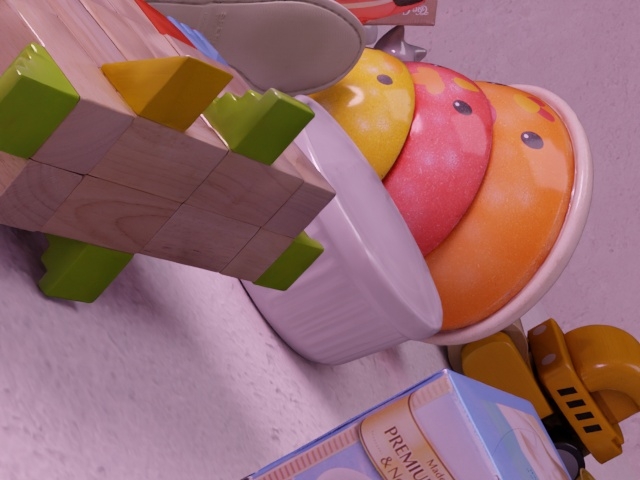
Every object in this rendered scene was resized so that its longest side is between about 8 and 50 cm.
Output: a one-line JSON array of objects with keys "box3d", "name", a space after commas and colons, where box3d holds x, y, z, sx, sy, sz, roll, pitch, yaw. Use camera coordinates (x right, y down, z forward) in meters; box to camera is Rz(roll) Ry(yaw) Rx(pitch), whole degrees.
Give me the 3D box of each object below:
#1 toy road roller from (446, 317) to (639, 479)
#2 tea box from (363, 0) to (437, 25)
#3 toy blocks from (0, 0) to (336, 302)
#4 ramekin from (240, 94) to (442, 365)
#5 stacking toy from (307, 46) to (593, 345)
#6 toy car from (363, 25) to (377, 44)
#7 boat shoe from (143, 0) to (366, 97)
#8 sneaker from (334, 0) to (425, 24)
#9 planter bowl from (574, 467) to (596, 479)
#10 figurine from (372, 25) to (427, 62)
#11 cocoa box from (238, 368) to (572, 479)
[{"box3d": [0.352, 0.188, 1.972, 0.329, 0.241, 0.202, 55, 13, -19], "name": "toy road roller"}, {"box3d": [0.020, -0.479, 1.810, 0.329, 0.220, 0.323, -130, -141, -64], "name": "tea box"}, {"box3d": [-0.161, -0.113, 0.919, 0.261, 0.191, 0.381, 51, 17, 27], "name": "toy blocks"}, {"box3d": [0.000, 0.000, 1.322, 0.273, 0.127, 0.273, 55, 14, -21], "name": "ramekin"}, {"box3d": [0.051, -0.108, 1.537, 0.480, 0.350, 0.350, 27, 30, -36], "name": "stacking toy"}, {"box3d": [-0.003, -0.310, 2.040, 0.136, 0.159, 0.182, 14, 35, -22], "name": "toy car"}, {"box3d": [-0.101, -0.219, 1.307, 0.340, 0.127, 0.113, -6, 43, -41], "name": "boat shoe"}, {"box3d": [-0.006, -0.275, 1.563, 0.136, 0.314, 0.115, 60, 30, -51], "name": "sneaker"}, {"box3d": [0.385, 0.438, 1.870, 0.217, 0.090, 0.217, 54, 14, -20], "name": "planter bowl"}, {"box3d": [0.079, -0.190, 1.863, 0.215, 0.209, 0.092, 46, 18, -45], "name": "figurine"}, {"box3d": [0.083, 0.282, 0.765, 0.347, 0.228, 0.231, 64, 13, 19], "name": "cocoa box"}]
